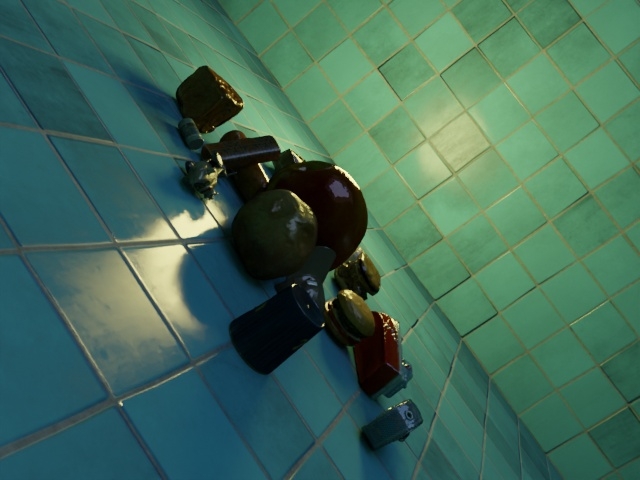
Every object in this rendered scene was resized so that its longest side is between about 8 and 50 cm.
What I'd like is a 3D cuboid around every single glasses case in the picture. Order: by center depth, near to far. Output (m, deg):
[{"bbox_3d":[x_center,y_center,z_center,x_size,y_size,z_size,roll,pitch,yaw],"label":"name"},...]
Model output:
[{"bbox_3d":[-0.225,-0.253,1.945,0.218,0.049,0.075,-15,62,-32],"label":"glasses case"}]

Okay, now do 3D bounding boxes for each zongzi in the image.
[{"bbox_3d":[-0.072,-0.214,2.544,0.242,0.112,0.221,63,14,8],"label":"zongzi"}]

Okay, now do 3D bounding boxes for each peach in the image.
[{"bbox_3d":[-0.117,-0.007,1.670,0.214,0.214,0.235,47,36,-24],"label":"peach"},{"bbox_3d":[-0.016,-0.060,1.933,0.308,0.307,0.332,-103,-173,-60],"label":"peach"}]

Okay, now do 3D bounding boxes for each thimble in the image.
[{"bbox_3d":[0.127,0.080,2.470,0.090,0.102,0.115,51,-16,-8],"label":"thimble"}]

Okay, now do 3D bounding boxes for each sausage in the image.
[{"bbox_3d":[-0.230,-0.222,2.028,0.109,0.109,0.270,32,25,-57],"label":"sausage"}]

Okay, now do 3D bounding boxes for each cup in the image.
[{"bbox_3d":[-0.079,0.170,1.391,0.131,0.155,0.176,53,14,-2],"label":"cup"}]

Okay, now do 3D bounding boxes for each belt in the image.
[{"bbox_3d":[0.175,0.438,1.616,0.163,0.147,0.082,-16,70,-46],"label":"belt"}]

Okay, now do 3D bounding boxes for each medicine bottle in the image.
[{"bbox_3d":[-0.357,-0.293,1.878,0.047,0.047,0.083,31,26,-59],"label":"medicine bottle"}]

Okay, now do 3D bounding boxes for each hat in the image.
[{"bbox_3d":[-0.006,0.117,1.766,0.166,0.173,0.144,36,14,-49],"label":"hat"}]

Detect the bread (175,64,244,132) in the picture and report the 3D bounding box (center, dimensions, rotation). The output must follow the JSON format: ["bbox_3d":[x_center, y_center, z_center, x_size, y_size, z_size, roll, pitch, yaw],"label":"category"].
[{"bbox_3d":[-0.335,-0.417,2.047,0.143,0.158,0.149,60,19,22],"label":"bread"}]

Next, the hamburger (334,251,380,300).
[{"bbox_3d":[0.121,0.135,2.262,0.159,0.131,0.185,58,17,-19],"label":"hamburger"}]

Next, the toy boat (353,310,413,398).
[{"bbox_3d":[0.185,0.315,1.938,0.133,0.145,0.332,37,22,-18],"label":"toy boat"}]

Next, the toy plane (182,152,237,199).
[{"bbox_3d":[-0.280,-0.169,1.751,0.286,0.092,0.108,-72,145,-74],"label":"toy plane"}]

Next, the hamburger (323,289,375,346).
[{"bbox_3d":[0.080,0.218,1.905,0.162,0.115,0.162,48,16,-19],"label":"hamburger"}]
